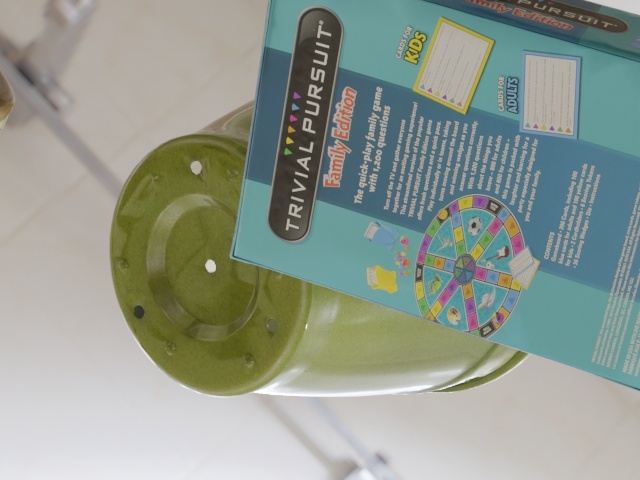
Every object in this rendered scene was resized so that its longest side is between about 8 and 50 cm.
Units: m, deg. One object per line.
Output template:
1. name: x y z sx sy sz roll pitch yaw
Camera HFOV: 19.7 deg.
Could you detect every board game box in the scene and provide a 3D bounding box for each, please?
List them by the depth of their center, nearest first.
1. board game box: 0.117 -0.060 1.331 0.079 0.336 0.254 -51 155 -56

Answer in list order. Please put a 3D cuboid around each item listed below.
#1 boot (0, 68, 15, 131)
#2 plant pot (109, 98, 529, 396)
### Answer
1. boot: -0.287 -0.053 1.233 0.203 0.095 0.262 -65 -151 15
2. plant pot: 0.000 0.000 1.756 0.366 0.366 0.353 -44 161 33
